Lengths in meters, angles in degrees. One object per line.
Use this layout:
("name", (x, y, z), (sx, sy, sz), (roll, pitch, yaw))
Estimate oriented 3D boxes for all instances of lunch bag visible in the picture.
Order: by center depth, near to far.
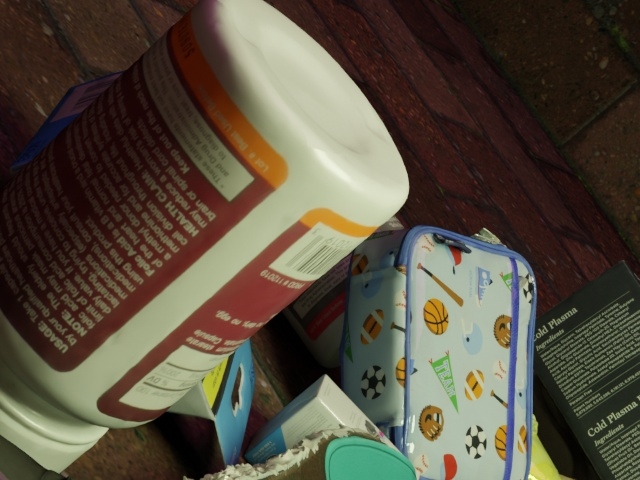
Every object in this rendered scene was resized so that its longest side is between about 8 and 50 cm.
("lunch bag", (0.139, 0.132, 1.969), (0.243, 0.115, 0.303), (18, 70, -40))

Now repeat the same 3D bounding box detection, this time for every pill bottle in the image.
("pill bottle", (-0.142, 0.006, 1.438), (0.224, 0.392, 0.224), (43, 19, -19))
("pill bottle", (-0.016, -0.023, 2.132), (0.318, 0.176, 0.176), (54, 19, 14))

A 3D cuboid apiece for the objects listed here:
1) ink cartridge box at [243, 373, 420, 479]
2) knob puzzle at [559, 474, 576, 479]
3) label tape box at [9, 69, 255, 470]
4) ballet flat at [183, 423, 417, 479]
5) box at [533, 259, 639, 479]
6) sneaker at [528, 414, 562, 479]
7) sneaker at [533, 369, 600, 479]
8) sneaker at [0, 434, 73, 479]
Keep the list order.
("ink cartridge box", (0.025, 0.238, 1.818), (0.181, 0.104, 0.061), (47, 19, -7))
("knob puzzle", (0.301, 0.336, 2.249), (0.213, 0.030, 0.213), (31, -17, 10))
("label tape box", (-0.165, 0.036, 1.726), (0.249, 0.115, 0.347), (-78, 155, -68))
("ballet flat", (-0.042, 0.241, 1.613), (0.147, 0.147, 0.409), (55, 19, 18))
("box", (0.445, 0.241, 2.342), (0.312, 0.179, 0.343), (60, 11, 31))
("sneaker", (0.184, 0.164, 2.179), (0.384, 0.147, 0.145), (53, 10, 25))
("sneaker", (0.290, 0.230, 2.470), (0.169, 0.108, 0.292), (29, 34, -55))
("sneaker", (-0.158, 0.231, 1.376), (0.286, 0.130, 0.109), (43, 21, -13))
